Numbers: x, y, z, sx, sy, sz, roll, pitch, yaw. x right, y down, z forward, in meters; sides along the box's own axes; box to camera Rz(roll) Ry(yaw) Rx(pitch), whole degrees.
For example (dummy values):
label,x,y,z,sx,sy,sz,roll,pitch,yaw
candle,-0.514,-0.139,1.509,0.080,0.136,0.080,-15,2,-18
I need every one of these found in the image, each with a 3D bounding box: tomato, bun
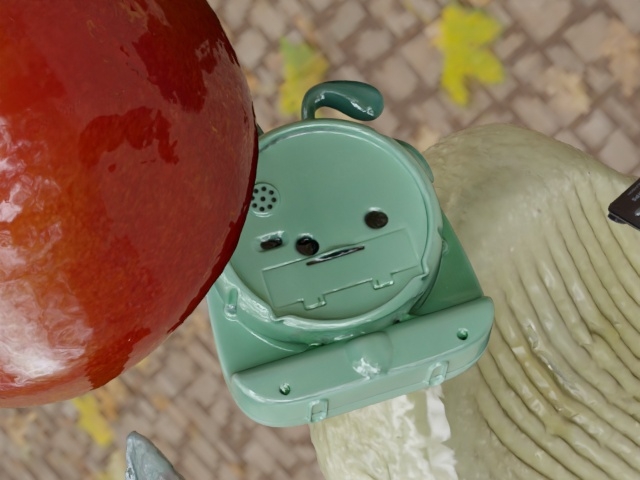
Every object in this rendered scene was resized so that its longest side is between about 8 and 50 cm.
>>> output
label,x,y,z,sx,sy,sz,roll,pitch,yaw
tomato,-0.155,-0.063,0.924,0.298,0.226,0.298,50,166,17
bun,0.127,0.084,1.479,0.227,0.352,0.349,3,143,44

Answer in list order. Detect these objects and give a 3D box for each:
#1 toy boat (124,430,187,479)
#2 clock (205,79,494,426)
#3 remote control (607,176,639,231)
label,x,y,z,sx,sy,sz,roll,pitch,yaw
toy boat,-0.038,0.210,1.062,0.282,0.096,0.206,36,141,47
clock,0.000,0.000,1.068,0.060,0.148,0.188,91,159,-69
remote control,0.157,-0.002,0.801,0.091,0.034,0.016,38,165,50
